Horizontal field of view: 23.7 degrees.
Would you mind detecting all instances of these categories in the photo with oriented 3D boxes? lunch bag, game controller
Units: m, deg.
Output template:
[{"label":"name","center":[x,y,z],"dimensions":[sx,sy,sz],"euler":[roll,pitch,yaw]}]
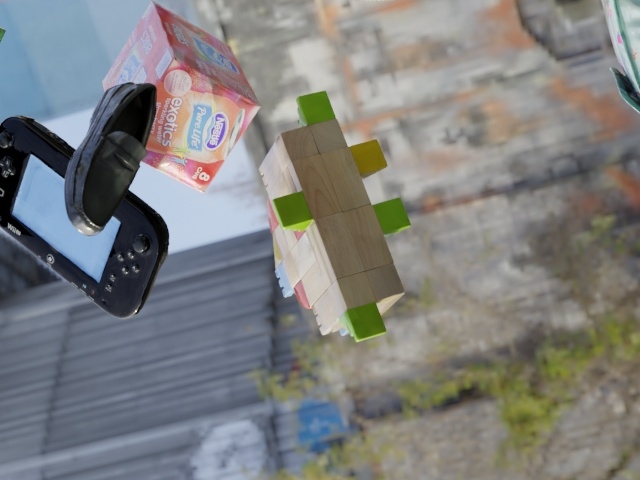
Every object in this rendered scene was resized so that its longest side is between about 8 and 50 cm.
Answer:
[{"label":"lunch bag","center":[0.503,-0.276,2.238],"dimensions":[0.223,0.160,0.262],"euler":[-76,-29,-71]},{"label":"game controller","center":[-0.336,-0.032,2.063],"dimensions":[0.319,0.166,0.067],"euler":[36,-159,23]}]

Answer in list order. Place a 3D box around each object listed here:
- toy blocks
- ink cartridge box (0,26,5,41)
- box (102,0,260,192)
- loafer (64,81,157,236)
[{"label":"toy blocks","center":[0.000,0.000,2.362],"dimensions":[0.261,0.191,0.381],"euler":[127,124,-65]},{"label":"ink cartridge box","center":[-0.560,-0.236,2.141],"dimensions":[0.208,0.153,0.087],"euler":[-66,-12,2]},{"label":"box","center":[-0.203,-0.207,2.156],"dimensions":[0.142,0.154,0.300],"euler":[29,-166,-22]},{"label":"loafer","center":[-0.252,-0.106,1.860],"dimensions":[0.076,0.078,0.223],"euler":[42,-134,-35]}]
